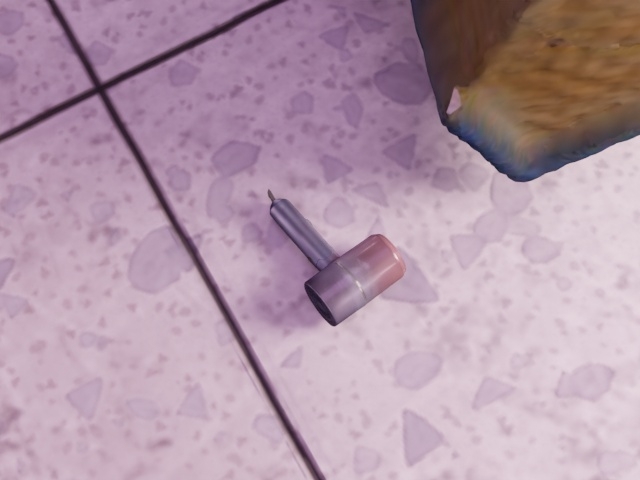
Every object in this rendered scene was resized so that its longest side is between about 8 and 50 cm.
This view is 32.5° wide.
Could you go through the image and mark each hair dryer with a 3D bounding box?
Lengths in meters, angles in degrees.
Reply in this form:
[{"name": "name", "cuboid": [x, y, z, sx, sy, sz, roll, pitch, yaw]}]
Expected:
[{"name": "hair dryer", "cuboid": [0.000, 0.000, 0.756, 0.063, 0.037, 0.114, -36, 63, -13]}]

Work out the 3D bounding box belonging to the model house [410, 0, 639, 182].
[{"name": "model house", "cuboid": [0.228, -0.249, 0.689, 0.382, 0.342, 0.334, -6, 71, -12]}]
